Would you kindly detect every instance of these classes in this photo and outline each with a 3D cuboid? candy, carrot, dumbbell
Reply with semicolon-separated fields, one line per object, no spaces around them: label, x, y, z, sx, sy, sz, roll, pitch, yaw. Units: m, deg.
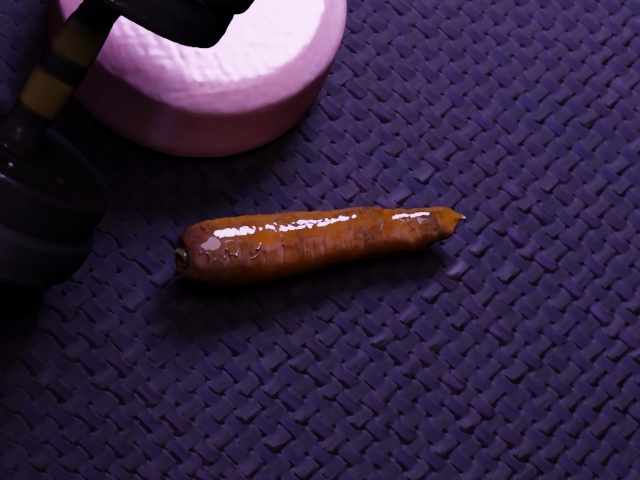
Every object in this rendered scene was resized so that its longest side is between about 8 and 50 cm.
candy;-0.095;-0.189;1.531;0.255;0.094;0.255;6;62;-11
carrot;0.000;0.000;1.484;0.248;0.059;0.059;-8;66;-22
dumbbell;-0.185;-0.126;1.350;0.185;0.185;0.388;37;104;6
